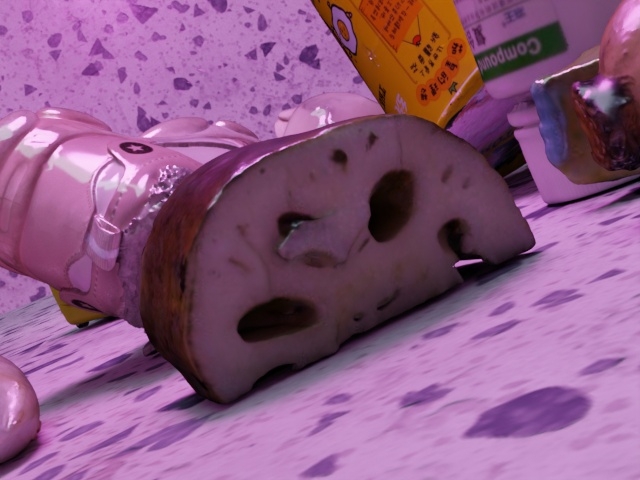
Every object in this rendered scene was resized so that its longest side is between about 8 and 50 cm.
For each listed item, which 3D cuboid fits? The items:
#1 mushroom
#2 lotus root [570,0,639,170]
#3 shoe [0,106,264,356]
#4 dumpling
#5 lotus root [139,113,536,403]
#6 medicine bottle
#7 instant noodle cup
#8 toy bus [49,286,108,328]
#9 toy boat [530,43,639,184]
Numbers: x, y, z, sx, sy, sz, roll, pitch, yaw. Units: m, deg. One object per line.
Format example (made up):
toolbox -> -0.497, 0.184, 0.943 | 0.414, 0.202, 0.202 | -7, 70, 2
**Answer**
mushroom -> -0.227, 0.106, 0.783 | 0.071, 0.084, 0.209 | -45, 15, -17
lotus root -> 0.259, -0.122, 0.657 | 0.257, 0.154, 0.140 | -25, 10, 0
shoe -> -0.105, 0.001, 0.982 | 0.198, 0.172, 0.351 | 27, 18, 39
dumpling -> 0.051, -0.086, 1.342 | 0.193, 0.147, 0.258 | 13, 15, -26
lotus root -> 0.000, 0.000, 0.701 | 0.235, 0.138, 0.119 | -18, 12, -29
medicine bottle -> 0.180, -0.156, 0.888 | 0.139, 0.237, 0.139 | -22, 6, 2
instant noodle cup -> 0.152, -0.239, 1.165 | 0.325, 0.254, 0.325 | -33, -20, -13
toy bus -> -0.229, 0.019, 1.466 | 0.262, 0.128, 0.150 | -16, 7, 45
toy boat -> 0.278, -0.120, 0.808 | 0.276, 0.111, 0.084 | -23, 10, -22
